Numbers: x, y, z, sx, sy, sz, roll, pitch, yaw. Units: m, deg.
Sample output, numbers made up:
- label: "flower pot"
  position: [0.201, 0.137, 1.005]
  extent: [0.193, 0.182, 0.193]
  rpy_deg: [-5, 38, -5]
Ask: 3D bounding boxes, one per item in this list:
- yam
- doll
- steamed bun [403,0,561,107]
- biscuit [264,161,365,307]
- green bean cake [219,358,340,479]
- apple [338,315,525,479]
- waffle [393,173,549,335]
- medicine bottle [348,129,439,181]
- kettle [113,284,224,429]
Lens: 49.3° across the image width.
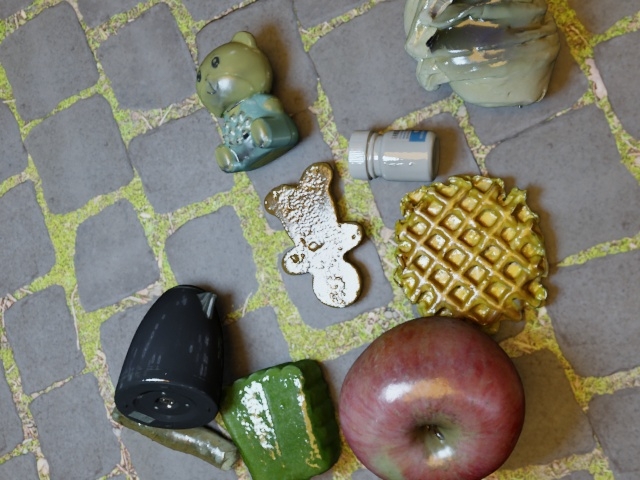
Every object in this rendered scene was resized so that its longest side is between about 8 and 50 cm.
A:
- label: "yam"
  position: [-0.325, 0.432, 1.566]
  extent: [0.317, 0.067, 0.071]
  rpy_deg: [18, 109, 18]
- label: "doll"
  position: [-0.160, -0.289, 1.459]
  extent: [0.177, 0.161, 0.261]
  rpy_deg: [-30, 83, 38]
- label: "steamed bun"
  position: [0.295, -0.394, 1.291]
  extent: [0.320, 0.206, 0.275]
  rpy_deg: [26, 96, 12]
- label: "biscuit"
  position: [0.000, 0.000, 1.468]
  extent: [0.196, 0.049, 0.302]
  rpy_deg: [-27, 82, 21]
- label: "green bean cake"
  position: [-0.081, 0.388, 1.460]
  extent: [0.222, 0.125, 0.248]
  rpy_deg: [-21, 82, 19]
- label: "apple"
  position: [0.204, 0.294, 1.298]
  extent: [0.344, 0.269, 0.345]
  rpy_deg: [3, 112, 8]
- label: "waffle"
  position: [0.286, 0.032, 1.365]
  extent: [0.302, 0.068, 0.325]
  rpy_deg: [-7, 87, 18]
- label: "medicine bottle"
  position: [0.147, -0.169, 1.389]
  extent: [0.168, 0.105, 0.105]
  rpy_deg: [3, 91, 18]
- label: "kettle"
  position: [-0.324, 0.235, 1.482]
  extent: [0.268, 0.207, 0.290]
  rpy_deg: [-29, 41, 31]
